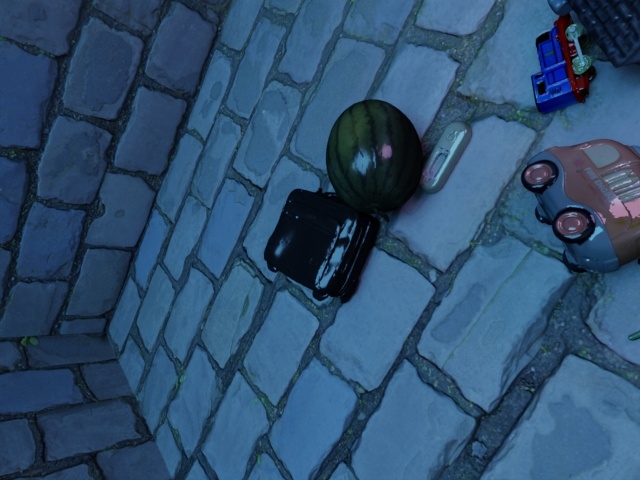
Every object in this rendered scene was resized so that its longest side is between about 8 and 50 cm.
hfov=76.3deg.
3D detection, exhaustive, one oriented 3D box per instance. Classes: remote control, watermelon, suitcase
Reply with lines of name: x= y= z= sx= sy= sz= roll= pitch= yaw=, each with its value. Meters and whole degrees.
remote control: x=0.352 y=-0.239 z=1.170 sx=0.078 sy=0.042 sz=0.221 roll=39 pitch=110 yaw=39
watermelon: x=0.155 y=-0.230 z=1.183 sx=0.279 sy=0.279 sz=0.358 roll=-18 pitch=61 yaw=38
suitcase: x=0.000 y=0.000 z=1.367 sx=0.345 sy=0.188 sz=0.338 roll=26 pitch=96 yaw=42

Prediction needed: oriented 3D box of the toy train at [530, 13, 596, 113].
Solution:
toy train: x=0.574 y=-0.423 z=0.978 sx=0.131 sy=0.083 sz=0.203 roll=-14 pitch=74 yaw=41

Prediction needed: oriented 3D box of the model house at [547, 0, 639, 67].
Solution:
model house: x=0.667 y=-0.518 z=0.795 sx=0.339 sy=0.298 sz=0.359 roll=-36 pitch=61 yaw=41

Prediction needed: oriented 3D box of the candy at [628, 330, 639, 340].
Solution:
candy: x=0.731 y=0.117 z=0.765 sx=0.305 sy=0.091 sz=0.083 roll=-47 pitch=66 yaw=34

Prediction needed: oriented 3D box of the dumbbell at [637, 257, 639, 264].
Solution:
dumbbell: x=0.684 y=0.055 z=0.809 sx=0.069 sy=0.070 sz=0.146 roll=-33 pitch=54 yaw=33

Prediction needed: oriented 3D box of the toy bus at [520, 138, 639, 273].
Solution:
toy bus: x=0.573 y=-0.084 z=0.840 sx=0.232 sy=0.194 sz=0.287 roll=-29 pitch=51 yaw=26
